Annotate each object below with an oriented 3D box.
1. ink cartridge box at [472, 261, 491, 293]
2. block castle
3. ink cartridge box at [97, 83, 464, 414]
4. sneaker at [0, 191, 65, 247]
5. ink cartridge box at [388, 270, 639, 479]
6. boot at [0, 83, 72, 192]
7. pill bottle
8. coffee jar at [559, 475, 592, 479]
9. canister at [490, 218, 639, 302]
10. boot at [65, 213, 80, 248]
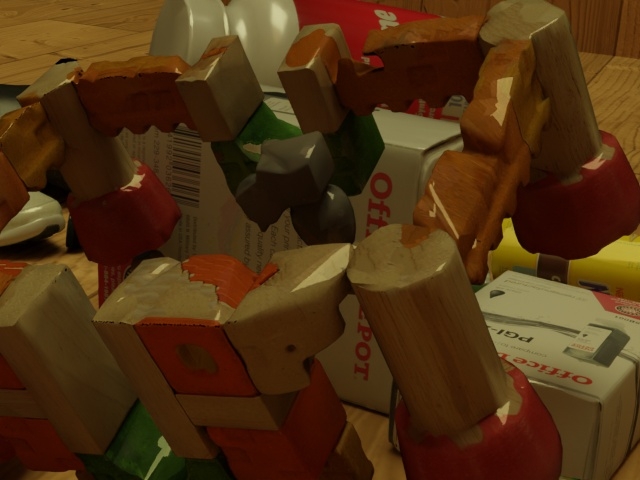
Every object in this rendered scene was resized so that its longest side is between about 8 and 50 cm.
[{"bbox_3d":[0.109,0.031,1.187,0.109,0.062,0.209,5,18,4],"label":"ink cartridge box"},{"bbox_3d":[-0.047,0.025,0.769,0.453,0.213,0.303,-2,39,30],"label":"block castle"},{"bbox_3d":[-0.035,-0.010,1.016,0.306,0.226,0.131,14,22,24],"label":"ink cartridge box"},{"bbox_3d":[-0.395,-0.068,1.285,0.292,0.118,0.110,17,20,30],"label":"sneaker"},{"bbox_3d":[0.171,0.107,0.926,0.159,0.092,0.218,14,22,27],"label":"ink cartridge box"},{"bbox_3d":[-0.370,-0.158,1.539,0.284,0.138,0.377,6,25,-3],"label":"boot"},{"bbox_3d":[-0.004,-0.201,1.527,0.408,0.229,0.229,5,16,-25],"label":"pill bottle"},{"bbox_3d":[0.189,0.186,0.704,0.184,0.079,0.096,3,21,-6],"label":"coffee jar"},{"bbox_3d":[0.253,0.038,1.112,0.170,0.126,0.073,10,59,25],"label":"canister"},{"bbox_3d":[-0.219,-0.019,1.298,0.099,0.045,0.121,10,20,-2],"label":"boot"}]
